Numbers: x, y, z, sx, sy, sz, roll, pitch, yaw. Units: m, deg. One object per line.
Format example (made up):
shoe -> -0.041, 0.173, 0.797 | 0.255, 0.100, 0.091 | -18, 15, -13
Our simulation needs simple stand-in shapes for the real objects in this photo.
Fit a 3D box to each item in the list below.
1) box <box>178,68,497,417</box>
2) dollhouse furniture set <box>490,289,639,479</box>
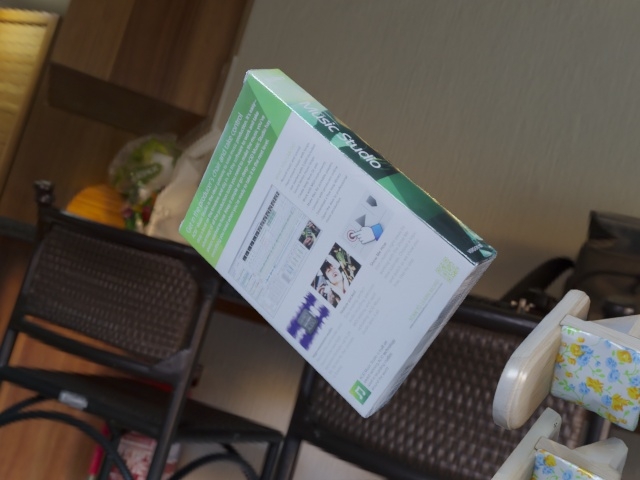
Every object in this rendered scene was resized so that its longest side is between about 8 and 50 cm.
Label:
box -> 0.000, 0.000, 0.846 | 0.322, 0.232, 0.058 | 42, 34, 18
dollhouse furniture set -> 0.276, 0.300, 0.565 | 0.362, 0.394, 0.256 | 21, 34, 31
